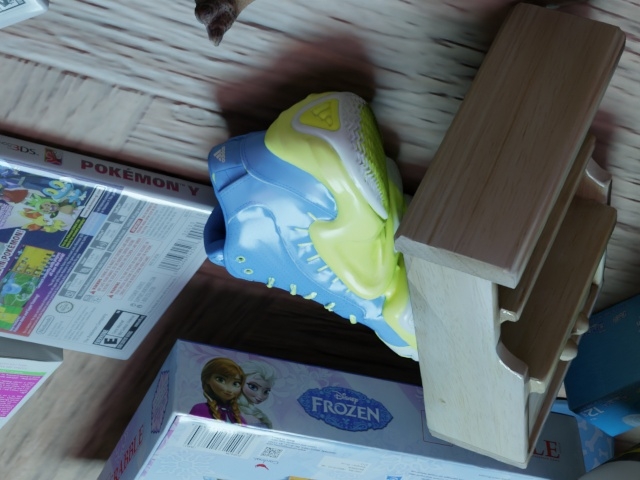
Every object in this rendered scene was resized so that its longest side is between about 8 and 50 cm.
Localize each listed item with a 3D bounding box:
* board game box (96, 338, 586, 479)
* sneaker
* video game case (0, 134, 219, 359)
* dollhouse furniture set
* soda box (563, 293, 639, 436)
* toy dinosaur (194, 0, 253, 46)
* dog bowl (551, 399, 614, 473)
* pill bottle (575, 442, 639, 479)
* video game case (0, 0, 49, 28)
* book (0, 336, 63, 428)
[{"bbox_3d":[-0.010,0.211,1.101,0.319,0.066,0.318,13,140,-19],"label":"board game box"},{"bbox_3d":[0.000,0.000,0.900,0.126,0.091,0.240,-10,137,14],"label":"sneaker"},{"bbox_3d":[-0.178,0.010,0.941,0.183,0.023,0.201,13,142,-25],"label":"video game case"},{"bbox_3d":[0.264,0.055,0.791,0.394,0.362,0.256,18,152,20],"label":"dollhouse furniture set"},{"bbox_3d":[0.282,0.069,1.038,0.210,0.071,0.067,-29,138,30],"label":"soda box"},{"bbox_3d":[0.002,-0.200,0.587,0.200,0.127,0.295,-22,148,12],"label":"toy dinosaur"},{"bbox_3d":[0.193,0.245,1.276,0.166,0.074,0.297,-10,144,7],"label":"dog bowl"},{"bbox_3d":[0.339,0.196,1.021,0.334,0.188,0.188,-19,156,-35],"label":"pill bottle"},{"bbox_3d":[-0.240,-0.148,0.713,0.143,0.019,0.157,-16,144,16],"label":"video game case"},{"bbox_3d":[-0.268,0.109,1.064,0.096,0.035,0.144,15,141,-31],"label":"book"}]
